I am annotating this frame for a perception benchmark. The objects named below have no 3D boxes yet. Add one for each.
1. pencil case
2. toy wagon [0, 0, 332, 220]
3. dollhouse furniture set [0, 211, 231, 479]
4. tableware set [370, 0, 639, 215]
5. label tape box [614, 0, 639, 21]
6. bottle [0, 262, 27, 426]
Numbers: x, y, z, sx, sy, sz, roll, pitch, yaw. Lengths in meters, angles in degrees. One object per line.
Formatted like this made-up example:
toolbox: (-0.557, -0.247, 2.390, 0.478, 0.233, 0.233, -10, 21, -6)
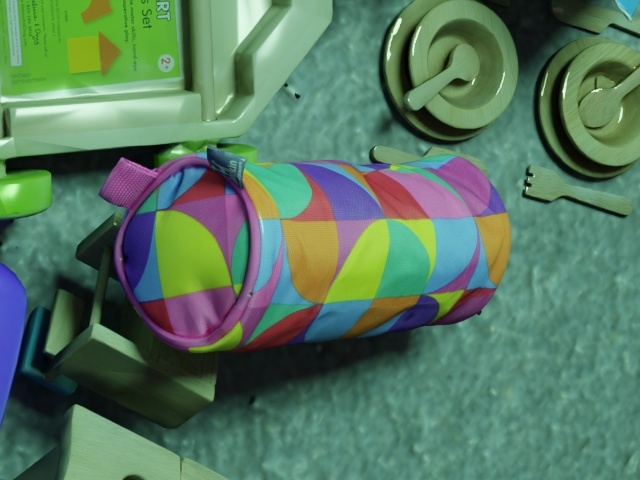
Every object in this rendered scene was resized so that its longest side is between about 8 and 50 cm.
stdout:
pencil case: (0.000, 0.000, 0.995, 0.236, 0.104, 0.104, 1, 87, -52)
toy wagon: (-0.084, -0.156, 0.999, 0.344, 0.068, 0.267, -8, 103, -29)
dollhouse furniture set: (-0.100, 0.113, 0.986, 0.129, 0.129, 0.184, 31, 43, -25)
tableware set: (0.128, -0.093, 1.143, 0.194, 0.039, 0.128, 11, 82, -27)
label tape box: (0.171, -0.333, 1.066, 0.348, 0.115, 0.249, 61, 37, -19)
bottle: (-0.281, 0.031, 0.888, 0.283, 0.092, 0.118, 17, 81, -26)
